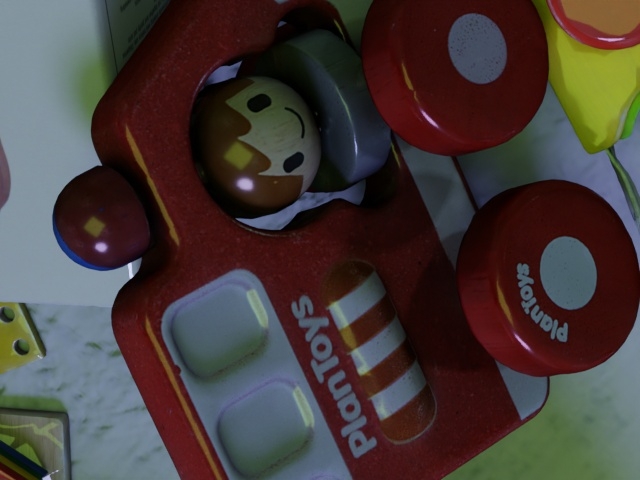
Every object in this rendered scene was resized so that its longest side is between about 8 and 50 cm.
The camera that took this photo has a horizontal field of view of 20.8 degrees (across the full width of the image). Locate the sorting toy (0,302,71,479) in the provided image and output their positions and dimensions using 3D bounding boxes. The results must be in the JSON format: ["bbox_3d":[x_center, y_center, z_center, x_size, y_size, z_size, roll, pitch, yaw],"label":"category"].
[{"bbox_3d":[-0.230,0.167,1.126,0.132,0.046,0.275,3,105,12],"label":"sorting toy"}]

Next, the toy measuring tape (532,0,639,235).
[{"bbox_3d":[0.188,-0.087,0.929,0.121,0.121,0.330,-26,98,18],"label":"toy measuring tape"}]

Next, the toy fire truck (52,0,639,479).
[{"bbox_3d":[0.000,0.000,0.897,0.169,0.254,0.302,-12,105,56],"label":"toy fire truck"}]

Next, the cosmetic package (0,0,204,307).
[{"bbox_3d":[-0.150,-0.127,0.937,0.129,0.153,0.296,2,119,14],"label":"cosmetic package"}]
